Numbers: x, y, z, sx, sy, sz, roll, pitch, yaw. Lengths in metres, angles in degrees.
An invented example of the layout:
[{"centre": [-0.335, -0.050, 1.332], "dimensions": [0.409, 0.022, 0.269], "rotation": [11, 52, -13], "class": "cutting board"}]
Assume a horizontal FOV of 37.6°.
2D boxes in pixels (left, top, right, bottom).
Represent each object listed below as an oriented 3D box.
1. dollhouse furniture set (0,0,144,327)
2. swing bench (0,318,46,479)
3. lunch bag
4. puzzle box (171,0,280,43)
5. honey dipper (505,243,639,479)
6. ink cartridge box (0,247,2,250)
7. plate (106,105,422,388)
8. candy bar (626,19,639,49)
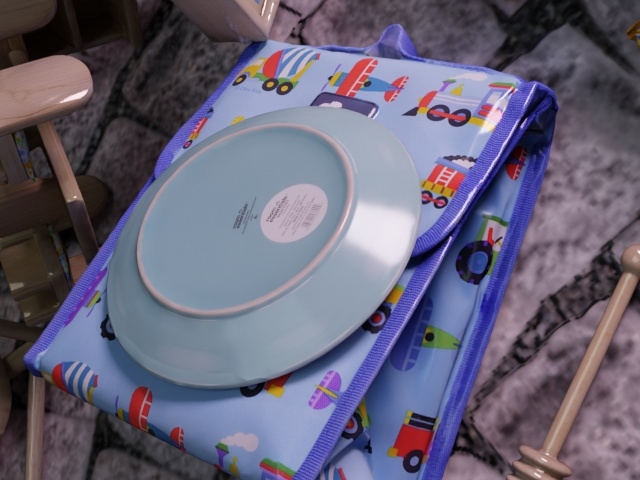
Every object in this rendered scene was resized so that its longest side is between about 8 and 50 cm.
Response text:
[{"centre": [-0.182, -0.103, 0.668], "dimensions": [0.161, 0.212, 0.242], "rotation": [-20, 59, -15], "class": "dollhouse furniture set"}, {"centre": [-0.358, 0.136, 0.667], "dimensions": [0.254, 0.253, 0.165], "rotation": [-14, 68, 29], "class": "swing bench"}, {"centre": [0.000, 0.000, 0.570], "dimensions": [0.221, 0.138, 0.293], "rotation": [15, 71, 37], "class": "lunch bag"}, {"centre": [-0.062, -0.367, 0.588], "dimensions": [0.052, 0.272, 0.409], "rotation": [6, 72, 29], "class": "puzzle box"}, {"centre": [0.137, 0.075, 0.498], "dimensions": [0.030, 0.030, 0.161], "rotation": [22, 86, 36], "class": "honey dipper"}, {"centre": [-0.409, -0.128, 0.809], "dimensions": [0.119, 0.207, 0.353], "rotation": [-36, 58, 18], "class": "ink cartridge box"}, {"centre": [-0.038, -0.009, 0.507], "dimensions": [0.188, 0.024, 0.188], "rotation": [-14, 49, 17], "class": "plate"}, {"centre": [0.209, -0.060, 0.498], "dimensions": [0.040, 0.018, 0.161], "rotation": [-28, 63, 24], "class": "candy bar"}]
